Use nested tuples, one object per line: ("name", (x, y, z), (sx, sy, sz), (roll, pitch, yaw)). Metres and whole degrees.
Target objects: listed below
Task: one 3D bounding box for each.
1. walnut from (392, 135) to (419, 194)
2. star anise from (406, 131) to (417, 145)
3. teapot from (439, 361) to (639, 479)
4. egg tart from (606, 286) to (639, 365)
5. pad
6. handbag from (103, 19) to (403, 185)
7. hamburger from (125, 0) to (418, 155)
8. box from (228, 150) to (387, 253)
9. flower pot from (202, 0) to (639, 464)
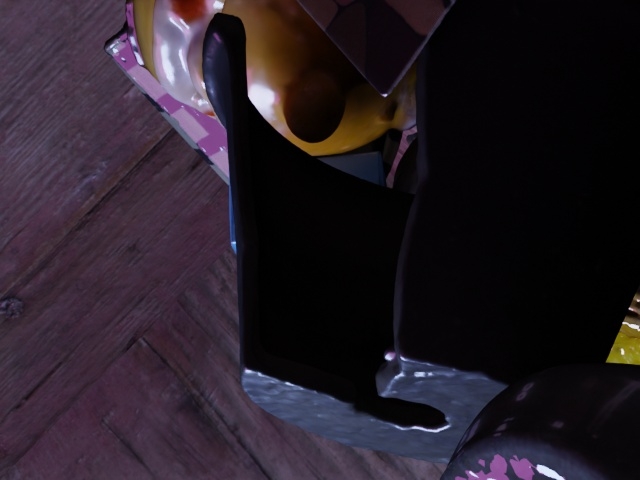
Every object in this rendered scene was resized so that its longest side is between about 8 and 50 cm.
("walnut", (0.189, -0.022, 1.224), (0.248, 0.248, 0.248), (45, 180, 0))
("star anise", (0.250, -0.052, 1.877), (0.331, 0.117, 0.332), (53, -177, -3))
("teapot", (0.254, 0.193, 0.714), (0.253, 0.344, 0.300), (14, 110, 55))
("egg tart", (0.303, 0.096, 1.057), (0.295, 0.116, 0.295), (35, 160, 14))
("pad", (0.023, -0.216, 0.774), (0.003, 0.158, 0.235), (10, -146, -45))
("handbag", (-0.040, -0.207, 1.408), (0.325, 0.162, 0.327), (47, -141, -23))
("hamburger", (-0.001, -0.197, 1.111), (0.237, 0.276, 0.276), (33, 173, 38))
("box", (0.000, 0.000, 1.234), (0.232, 0.142, 0.083), (70, -165, -70))
("flower pot", (0.085, 0.007, 0.864), (0.379, 0.251, 0.379), (9, 155, 4))
